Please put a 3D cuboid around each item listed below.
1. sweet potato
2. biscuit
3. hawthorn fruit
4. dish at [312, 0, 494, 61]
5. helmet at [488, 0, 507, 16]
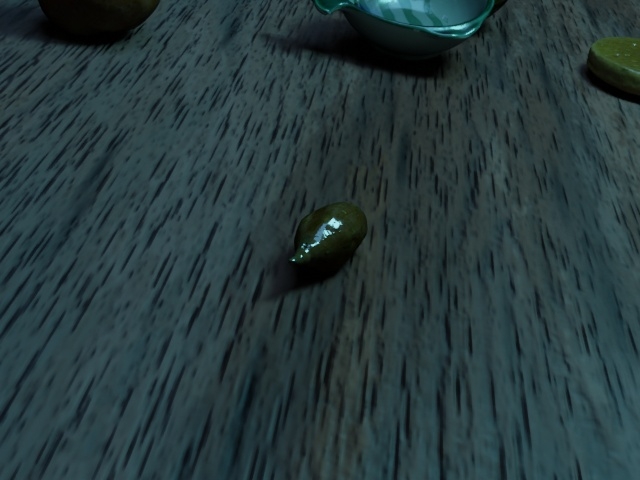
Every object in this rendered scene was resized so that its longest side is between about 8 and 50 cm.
[{"bbox_3d":[0.000,0.000,0.969,0.049,0.049,0.117,18,22,16],"label":"sweet potato"},{"bbox_3d":[0.467,-0.197,1.599,0.202,0.044,0.288,-15,36,-43],"label":"biscuit"},{"bbox_3d":[-0.252,-0.309,1.417,0.149,0.189,0.149,-3,51,4],"label":"hawthorn fruit"},{"bbox_3d":[0.097,-0.279,1.571,0.246,0.078,0.224,-7,42,-20],"label":"dish"},{"bbox_3d":[0.178,-0.364,1.747,0.198,0.130,0.224,29,28,26],"label":"helmet"}]
